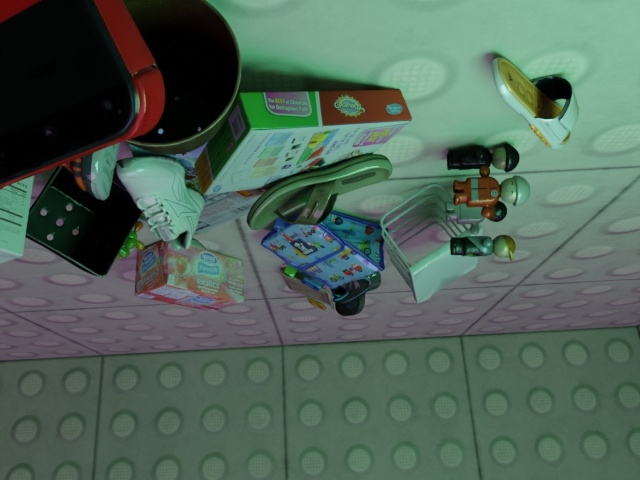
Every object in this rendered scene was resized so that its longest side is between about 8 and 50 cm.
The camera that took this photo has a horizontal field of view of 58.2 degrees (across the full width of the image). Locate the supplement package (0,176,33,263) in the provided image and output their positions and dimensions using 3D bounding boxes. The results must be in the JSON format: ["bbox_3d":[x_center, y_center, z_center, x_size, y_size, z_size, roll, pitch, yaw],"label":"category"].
[{"bbox_3d":[-0.625,-0.101,0.953,0.199,0.263,0.198,-15,156,27],"label":"supplement package"}]

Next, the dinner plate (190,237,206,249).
[{"bbox_3d":[-0.368,-0.007,1.523,0.141,0.017,0.141,20,179,1],"label":"dinner plate"}]

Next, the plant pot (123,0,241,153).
[{"bbox_3d":[-0.222,-0.214,0.846,0.215,0.215,0.230,-1,174,-6],"label":"plant pot"}]

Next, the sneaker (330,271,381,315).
[{"bbox_3d":[0.087,0.168,1.954,0.139,0.125,0.341,-13,154,-20],"label":"sneaker"}]

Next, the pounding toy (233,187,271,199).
[{"bbox_3d":[-0.127,-0.131,1.181,0.130,0.100,0.141,-14,157,27],"label":"pounding toy"}]

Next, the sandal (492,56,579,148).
[{"bbox_3d":[0.386,-0.237,0.976,0.076,0.102,0.265,-19,153,42],"label":"sandal"}]

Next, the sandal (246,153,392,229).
[{"bbox_3d":[0.000,-0.080,1.104,0.302,0.086,0.120,-19,167,4],"label":"sandal"}]

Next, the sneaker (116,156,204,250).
[{"bbox_3d":[-0.314,-0.074,1.163,0.111,0.129,0.297,-5,158,13],"label":"sneaker"}]

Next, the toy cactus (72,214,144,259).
[{"bbox_3d":[-0.541,-0.027,1.429,0.180,0.112,0.219,16,165,5],"label":"toy cactus"}]

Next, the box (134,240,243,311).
[{"bbox_3d":[-0.385,0.110,1.719,0.154,0.142,0.300,-18,155,34],"label":"box"}]

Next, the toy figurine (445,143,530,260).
[{"bbox_3d":[0.343,-0.080,1.196,0.148,0.213,0.210,-2,124,7],"label":"toy figurine"}]

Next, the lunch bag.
[{"bbox_3d":[0.000,0.000,1.556,0.293,0.138,0.221,25,148,-30],"label":"lunch bag"}]

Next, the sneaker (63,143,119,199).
[{"bbox_3d":[-0.415,-0.150,0.906,0.180,0.125,0.321,11,-171,-22],"label":"sneaker"}]

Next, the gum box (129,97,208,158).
[{"bbox_3d":[-0.259,-0.204,1.051,0.184,0.041,0.157,0,159,-10],"label":"gum box"}]

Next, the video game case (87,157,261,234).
[{"bbox_3d":[-0.313,-0.101,1.326,0.329,0.036,0.300,-17,155,35],"label":"video game case"}]

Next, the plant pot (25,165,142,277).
[{"bbox_3d":[-0.520,-0.046,1.207,0.167,0.188,0.187,-4,145,47],"label":"plant pot"}]

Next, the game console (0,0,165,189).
[{"bbox_3d":[-0.396,-0.237,0.668,0.386,0.060,0.342,-14,113,24],"label":"game console"}]

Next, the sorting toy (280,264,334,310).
[{"bbox_3d":[-0.038,0.158,1.966,0.196,0.047,0.348,25,164,14],"label":"sorting toy"}]

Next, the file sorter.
[{"bbox_3d":[0.271,0.009,1.451,0.192,0.173,0.278,-33,157,-1],"label":"file sorter"}]

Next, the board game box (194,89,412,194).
[{"bbox_3d":[-0.034,-0.172,1.014,0.316,0.064,0.242,-11,166,-33],"label":"board game box"}]
